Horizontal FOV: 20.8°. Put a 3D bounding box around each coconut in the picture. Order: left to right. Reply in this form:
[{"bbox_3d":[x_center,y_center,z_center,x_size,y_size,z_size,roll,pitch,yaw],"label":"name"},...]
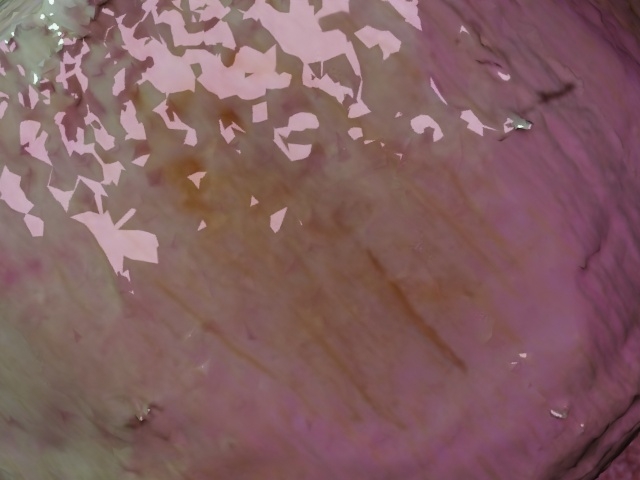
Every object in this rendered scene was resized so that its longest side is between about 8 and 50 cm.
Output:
[{"bbox_3d":[0.000,0.000,0.780,0.404,0.404,0.405,0,82,-2],"label":"coconut"}]
